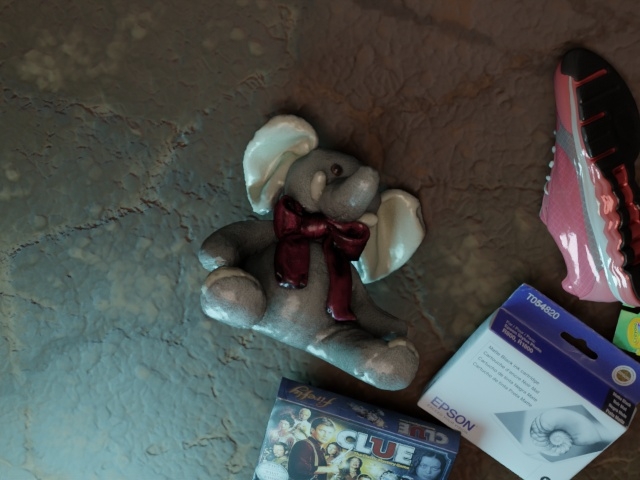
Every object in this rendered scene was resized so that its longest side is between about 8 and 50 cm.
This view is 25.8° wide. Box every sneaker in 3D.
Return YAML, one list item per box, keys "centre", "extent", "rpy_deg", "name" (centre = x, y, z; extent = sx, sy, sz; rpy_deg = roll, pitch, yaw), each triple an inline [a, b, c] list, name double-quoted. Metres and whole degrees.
- centre: [0.307, -0.068, 1.659]
  extent: [0.136, 0.116, 0.313]
  rpy_deg: [-8, 96, 45]
  name: "sneaker"

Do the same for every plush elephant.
- centre: [0.000, 0.000, 1.664]
  extent: [0.272, 0.330, 0.255]
  rpy_deg: [24, 89, -15]
  name: "plush elephant"

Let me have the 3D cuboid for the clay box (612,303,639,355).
- centre: [0.482, 0.094, 1.720]
  extent: [0.222, 0.053, 0.127]
  rpy_deg: [13, 111, 5]
  name: "clay box"

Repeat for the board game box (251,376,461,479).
- centre: [0.045, 0.284, 1.832]
  extent: [0.243, 0.042, 0.165]
  rpy_deg: [17, 127, 2]
  name: "board game box"

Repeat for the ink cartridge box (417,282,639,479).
- centre: [0.274, 0.194, 1.765]
  extent: [0.223, 0.045, 0.224]
  rpy_deg: [35, 122, -5]
  name: "ink cartridge box"
